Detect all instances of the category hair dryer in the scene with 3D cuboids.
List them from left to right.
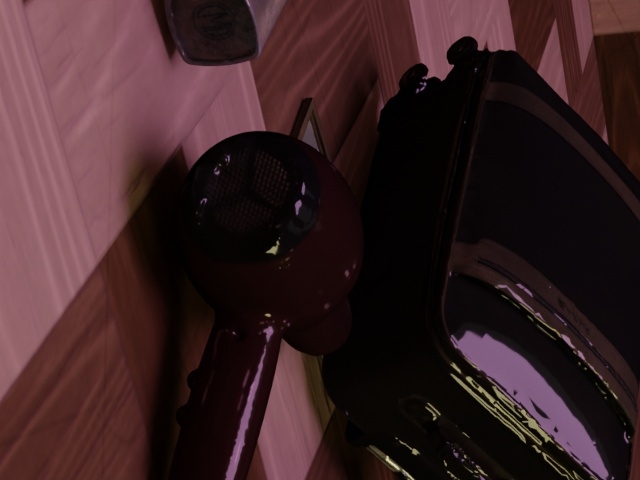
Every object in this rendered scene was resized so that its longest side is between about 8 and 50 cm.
[{"bbox_3d":[-0.053,0.116,1.204,0.312,0.123,0.340,73,30,-65],"label":"hair dryer"}]

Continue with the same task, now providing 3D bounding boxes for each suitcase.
[{"bbox_3d":[0.164,0.037,1.578,0.283,0.194,0.434,43,41,-26],"label":"suitcase"}]

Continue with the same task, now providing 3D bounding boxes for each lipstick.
[{"bbox_3d":[-0.044,-0.216,1.281,0.253,0.077,0.079,-72,152,-50],"label":"lipstick"}]

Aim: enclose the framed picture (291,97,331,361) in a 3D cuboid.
[{"bbox_3d":[0.000,0.000,1.492,0.136,0.010,0.201,-71,151,-49],"label":"framed picture"}]
